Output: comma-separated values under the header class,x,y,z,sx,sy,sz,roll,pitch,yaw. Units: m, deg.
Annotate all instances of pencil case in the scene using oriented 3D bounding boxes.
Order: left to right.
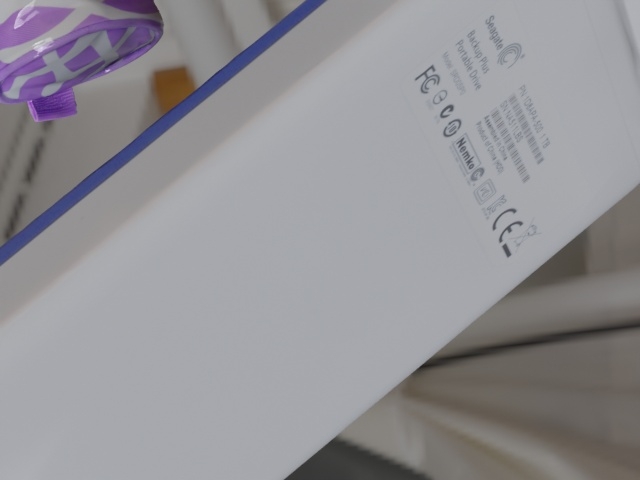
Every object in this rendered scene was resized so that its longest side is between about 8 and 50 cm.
class,x,y,z,sx,sy,sz,roll,pitch,yaw
pencil case,-0.137,-0.162,0.822,0.086,0.088,0.206,-11,-103,-37

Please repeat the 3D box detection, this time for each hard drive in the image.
class,x,y,z,sx,sy,sz,roll,pitch,yaw
hard drive,0.000,0.000,0.739,0.040,0.319,0.210,48,176,33
